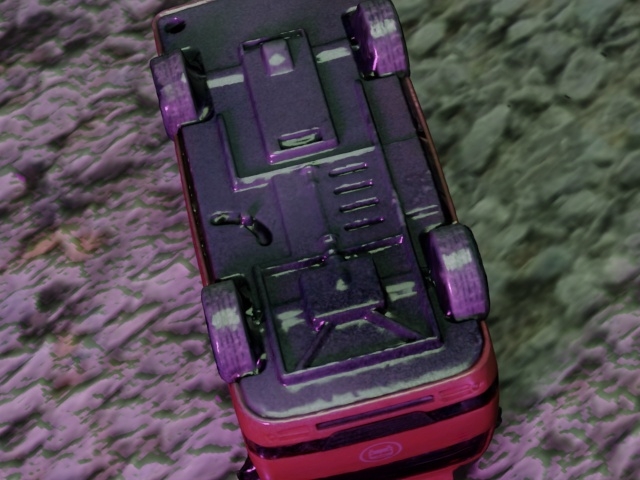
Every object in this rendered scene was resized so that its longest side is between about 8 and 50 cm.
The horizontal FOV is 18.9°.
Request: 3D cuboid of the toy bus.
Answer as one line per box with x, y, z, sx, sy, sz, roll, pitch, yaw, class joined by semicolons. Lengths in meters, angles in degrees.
0.000;0.000;1.484;0.203;0.233;0.427;-14;51;-1;toy bus
